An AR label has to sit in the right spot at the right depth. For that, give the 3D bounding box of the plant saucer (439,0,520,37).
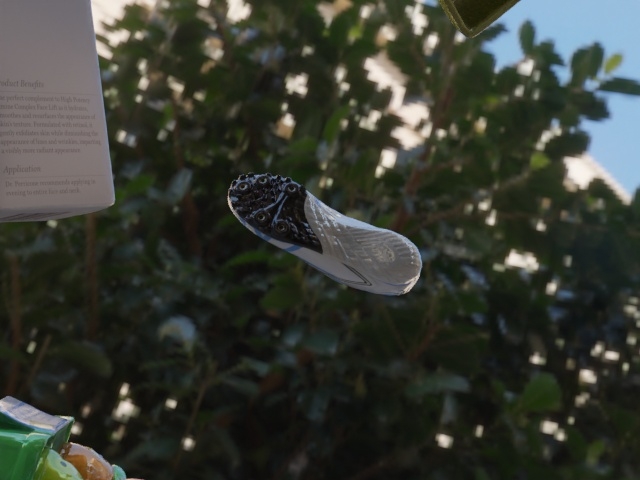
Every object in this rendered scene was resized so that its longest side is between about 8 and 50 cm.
[{"bbox_3d":[0.126,-0.290,1.173,0.045,0.188,0.188,-4,-59,59],"label":"plant saucer"}]

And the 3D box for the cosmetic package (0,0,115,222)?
[{"bbox_3d":[-0.219,-0.129,0.958,0.085,0.231,0.117,-9,-3,34],"label":"cosmetic package"}]

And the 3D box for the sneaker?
[{"bbox_3d":[0.000,0.000,1.601,0.237,0.085,0.086,26,-30,1],"label":"sneaker"}]

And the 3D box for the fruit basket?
[{"bbox_3d":[-0.255,0.294,1.610,0.353,0.165,0.327,13,-2,-1],"label":"fruit basket"}]
